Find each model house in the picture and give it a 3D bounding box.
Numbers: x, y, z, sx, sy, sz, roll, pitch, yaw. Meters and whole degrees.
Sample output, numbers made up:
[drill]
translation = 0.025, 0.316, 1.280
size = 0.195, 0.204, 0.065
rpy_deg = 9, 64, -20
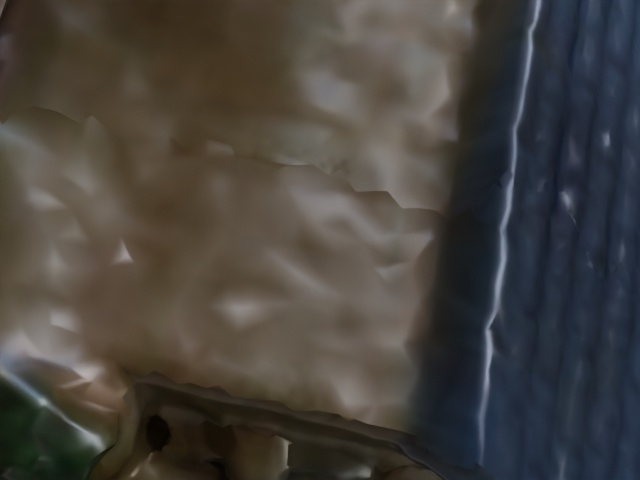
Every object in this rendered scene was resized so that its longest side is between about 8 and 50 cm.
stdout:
[model house]
translation = -0.006, 0.051, 0.845
size = 0.342, 0.335, 0.382
rpy_deg = 16, -28, -10
